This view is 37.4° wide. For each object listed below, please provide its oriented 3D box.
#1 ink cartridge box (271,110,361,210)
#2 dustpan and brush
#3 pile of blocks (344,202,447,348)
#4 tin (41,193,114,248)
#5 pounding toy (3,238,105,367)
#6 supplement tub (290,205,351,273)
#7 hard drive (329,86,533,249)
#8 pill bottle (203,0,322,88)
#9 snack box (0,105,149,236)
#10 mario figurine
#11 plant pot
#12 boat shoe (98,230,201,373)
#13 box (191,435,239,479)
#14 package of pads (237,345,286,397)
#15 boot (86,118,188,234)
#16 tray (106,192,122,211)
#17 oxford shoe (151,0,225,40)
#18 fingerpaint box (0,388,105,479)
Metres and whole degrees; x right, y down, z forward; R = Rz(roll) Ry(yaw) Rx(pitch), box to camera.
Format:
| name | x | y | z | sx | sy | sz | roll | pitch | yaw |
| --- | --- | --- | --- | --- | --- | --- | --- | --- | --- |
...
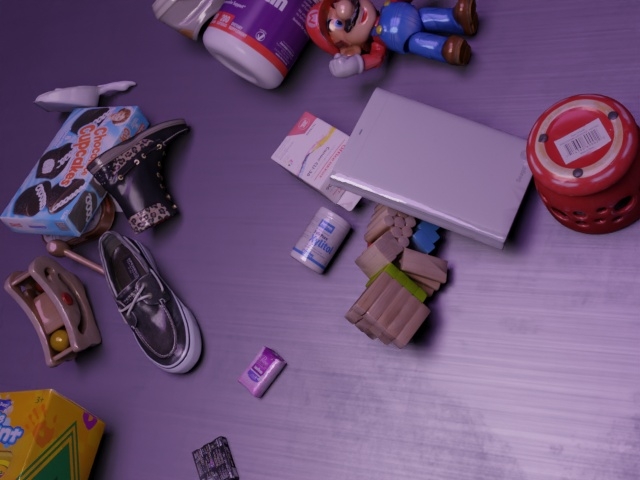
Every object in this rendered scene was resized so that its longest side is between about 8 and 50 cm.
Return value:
| name | x | y | z | sx | sy | sz | roll | pitch | yaw |
| --- | --- | --- | --- | --- | --- | --- | --- | --- | --- |
| ink cartridge box | 0.013 | -0.147 | 1.750 | 0.198 | 0.067 | 0.115 | 35 | 88 | 43 |
| dustpan and brush | -0.516 | -0.325 | 2.106 | 0.211 | 0.147 | 0.060 | 0 | 89 | -1 |
| pile of blocks | 0.132 | 0.022 | 1.630 | 0.112 | 0.149 | 0.362 | 136 | 150 | -60 |
| tin | -0.519 | -0.046 | 2.007 | 0.189 | 0.040 | 0.106 | -20 | 71 | 26 |
| pounding toy | -0.511 | 0.101 | 1.876 | 0.155 | 0.154 | 0.269 | -31 | 67 | 14 |
| supplement tub | 0.000 | 0.000 | 1.712 | 0.071 | 0.071 | 0.107 | 30 | 87 | 33 |
| hard drive | 0.196 | -0.126 | 1.593 | 0.307 | 0.040 | 0.203 | 21 | 65 | 13 |
| pill bottle | -0.081 | -0.477 | 1.882 | 0.181 | 0.181 | 0.323 | 29 | 85 | 33 |
| snack box | -0.511 | -0.150 | 1.985 | 0.187 | 0.060 | 0.322 | 3 | 52 | 29 |
| mario figurine | 0.116 | -0.403 | 1.750 | 0.320 | 0.170 | 0.198 | 8 | 39 | 22 |
| plant pot | 0.421 | -0.127 | 1.483 | 0.191 | 0.174 | 0.191 | -12 | 63 | 24 |
| boat shoe | -0.347 | 0.117 | 1.817 | 0.121 | 0.119 | 0.335 | -43 | 57 | 6 |
| box | -0.187 | 0.399 | 1.679 | 0.067 | 0.018 | 0.083 | -32 | 59 | 13 |
| package of pads | -0.105 | 0.236 | 1.694 | 0.050 | 0.032 | 0.083 | 37 | 90 | 31 |
| boot | -0.336 | -0.133 | 1.932 | 0.178 | 0.236 | 0.085 | 58 | 147 | -2 |
| tray | -0.502 | -0.140 | 2.058 | 0.270 | 0.030 | 0.145 | 5 | 72 | 29 |
| oxford shoe | -0.150 | -0.582 | 2.004 | 0.449 | 0.169 | 0.130 | -39 | 101 | 0 |
| fingerpaint box | -0.659 | 0.479 | 1.741 | 0.445 | 0.163 | 0.371 | -8 | 53 | 31 |
